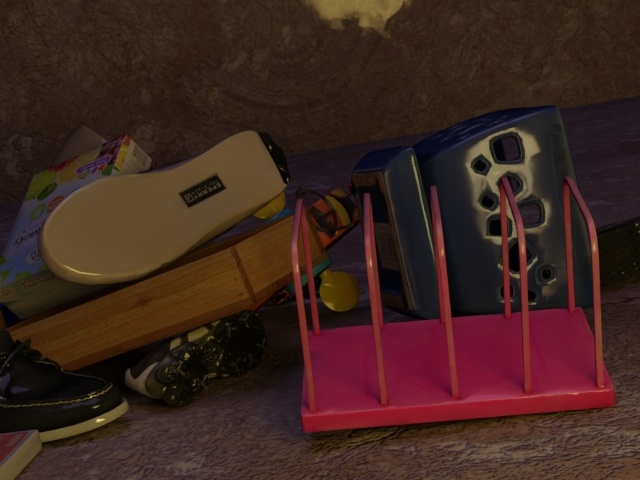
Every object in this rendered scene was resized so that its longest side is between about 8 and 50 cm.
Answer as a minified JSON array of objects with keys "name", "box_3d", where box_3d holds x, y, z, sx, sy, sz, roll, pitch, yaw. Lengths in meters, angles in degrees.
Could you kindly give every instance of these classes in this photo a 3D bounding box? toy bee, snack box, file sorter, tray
[{"name":"toy bee","box_3d":[0.000,0.000,1.870,0.162,0.195,0.298,-35,15,-36]},{"name":"snack box","box_3d":[-0.313,-0.018,1.839,0.174,0.070,0.207,-20,41,32]},{"name":"file sorter","box_3d":[0.120,0.049,1.406,0.290,0.182,0.202,-5,19,3]},{"name":"tray","box_3d":[-0.213,0.080,1.726,0.411,0.076,0.203,-21,4,28]}]

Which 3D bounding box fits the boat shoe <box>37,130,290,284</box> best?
[{"name":"boat shoe","box_3d":[-0.199,-0.016,1.720,0.340,0.127,0.158,-22,-10,-35]}]

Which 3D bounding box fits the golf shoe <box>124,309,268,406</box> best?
[{"name":"golf shoe","box_3d":[-0.140,0.126,1.649,0.094,0.077,0.198,-1,12,36]}]

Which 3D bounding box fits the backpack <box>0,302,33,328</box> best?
[{"name":"backpack","box_3d":[-0.439,0.102,1.995,0.120,0.098,0.101,-7,14,10]}]

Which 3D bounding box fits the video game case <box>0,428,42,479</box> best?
[{"name":"video game case","box_3d":[-0.441,0.245,1.429,0.285,0.025,0.204,-8,11,9]}]

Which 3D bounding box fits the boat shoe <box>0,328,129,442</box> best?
[{"name":"boat shoe","box_3d":[-0.363,0.153,1.600,0.340,0.113,0.127,-2,13,36]}]

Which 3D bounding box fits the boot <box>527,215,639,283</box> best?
[{"name":"boot","box_3d":[0.387,-0.001,1.854,0.246,0.083,0.161,-13,5,-24]}]

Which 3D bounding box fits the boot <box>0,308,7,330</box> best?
[{"name":"boot","box_3d":[-0.543,0.067,1.874,0.283,0.220,0.109,-20,7,37]}]

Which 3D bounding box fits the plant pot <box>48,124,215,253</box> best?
[{"name":"plant pot","box_3d":[-0.305,0.001,2.072,0.191,0.284,0.284,-48,19,-8]}]

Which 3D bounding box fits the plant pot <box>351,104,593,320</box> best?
[{"name":"plant pot","box_3d":[0.167,-0.021,1.688,0.212,0.236,0.236,-13,4,-11]}]

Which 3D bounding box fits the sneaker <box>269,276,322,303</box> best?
[{"name":"sneaker","box_3d":[-0.048,0.068,1.998,0.119,0.047,0.057,-9,32,9]}]
